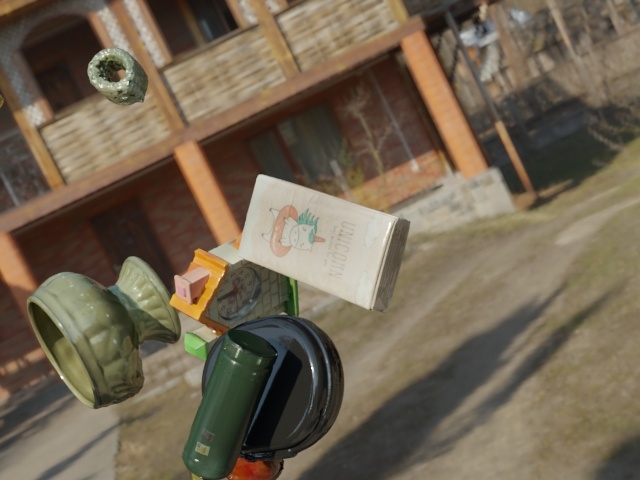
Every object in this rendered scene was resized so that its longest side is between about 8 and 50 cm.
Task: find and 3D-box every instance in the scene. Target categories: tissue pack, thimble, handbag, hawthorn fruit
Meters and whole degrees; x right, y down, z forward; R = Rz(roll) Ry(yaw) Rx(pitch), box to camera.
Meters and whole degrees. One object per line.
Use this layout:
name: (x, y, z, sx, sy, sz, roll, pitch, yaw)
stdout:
tissue pack: (0.000, 0.000, 1.798, 0.325, 0.170, 0.071, 21, 7, 38)
thimble: (-0.349, -0.283, 1.741, 0.084, 0.110, 0.062, -45, -31, -1)
handbag: (-0.087, 0.265, 1.800, 0.308, 0.253, 0.093, -16, -15, 38)
hawthorn fruit: (-0.151, 0.409, 1.955, 0.172, 0.148, 0.148, 17, 3, -3)

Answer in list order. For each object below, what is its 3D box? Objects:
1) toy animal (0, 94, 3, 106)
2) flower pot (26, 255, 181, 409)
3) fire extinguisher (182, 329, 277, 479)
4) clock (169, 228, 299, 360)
toy animal: (-0.570, -0.212, 1.644, 0.091, 0.082, 0.114, 5, 14, -20)
flower pot: (-0.446, 0.184, 2.127, 0.244, 0.307, 0.307, -32, 7, -26)
fire extinguisher: (-0.161, 0.310, 1.695, 0.095, 0.114, 0.311, -10, -55, -64)
clock: (-0.170, 0.098, 1.999, 0.106, 0.219, 0.255, 23, 39, 38)
